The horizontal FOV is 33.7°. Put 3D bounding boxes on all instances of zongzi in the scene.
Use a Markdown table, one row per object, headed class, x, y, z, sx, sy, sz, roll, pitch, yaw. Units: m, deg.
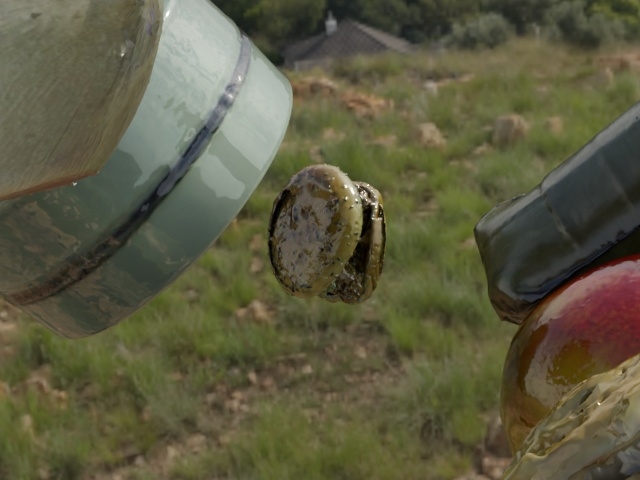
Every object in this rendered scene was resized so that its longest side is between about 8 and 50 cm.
| class | x | y | z | sx | sy | sz | roll | pitch | yaw |
| --- | --- | --- | --- | --- | --- | --- | --- | --- | --- |
| zongzi | 0.354 | 0.023 | 0.831 | 0.323 | 0.360 | 0.160 | -39 | 23 | 32 |

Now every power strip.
| class | x | y | z | sx | sy | sz | roll | pitch | yaw |
| --- | --- | --- | --- | --- | --- | --- | --- | --- | --- |
| power strip | -0.190 | -0.092 | 0.994 | 0.357 | 0.161 | 0.357 | -36 | 28 | 23 |

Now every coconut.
| class | x | y | z | sx | sy | sz | roll | pitch | yaw |
| --- | --- | --- | --- | --- | --- | --- | --- | --- | --- |
| coconut | -0.179 | -0.121 | 0.518 | 0.231 | 0.227 | 0.227 | 7 | 27 | 18 |

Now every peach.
| class | x | y | z | sx | sy | sz | roll | pitch | yaw |
| --- | --- | --- | --- | --- | --- | --- | --- | --- | --- |
| peach | 0.220 | 0.107 | 0.703 | 0.192 | 0.190 | 0.190 | -25 | 26 | -2 |

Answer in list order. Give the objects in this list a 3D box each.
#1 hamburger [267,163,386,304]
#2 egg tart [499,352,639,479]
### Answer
| class | x | y | z | sx | sy | sz | roll | pitch | yaw |
| --- | --- | --- | --- | --- | --- | --- | --- | --- | --- |
| hamburger | 0.000 | 0.000 | 1.344 | 0.113 | 0.185 | 0.177 | 12 | 41 | -49 |
| egg tart | 0.207 | 0.202 | 0.598 | 0.352 | 0.351 | 0.150 | -15 | 44 | -19 |
